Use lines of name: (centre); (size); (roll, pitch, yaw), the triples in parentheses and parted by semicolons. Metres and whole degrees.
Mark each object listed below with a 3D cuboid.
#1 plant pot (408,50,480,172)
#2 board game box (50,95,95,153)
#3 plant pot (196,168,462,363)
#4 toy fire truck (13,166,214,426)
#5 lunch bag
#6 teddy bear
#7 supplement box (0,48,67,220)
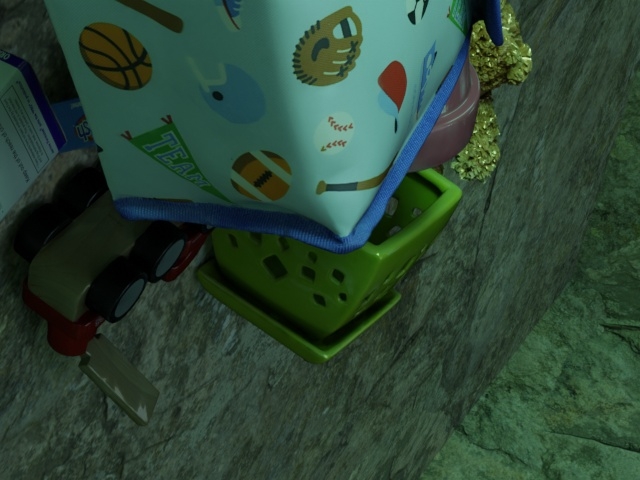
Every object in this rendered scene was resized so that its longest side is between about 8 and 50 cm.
plant pot: (0.066, -0.196, 1.408); (0.201, 0.201, 0.180); (-44, 149, -43)
board game box: (-0.129, -0.131, 1.285); (0.210, 0.160, 0.047); (-29, 107, -57)
plant pot: (0.000, 0.000, 1.690); (0.227, 0.228, 0.207); (-35, 153, -53)
toy fire truck: (-0.187, 0.047, 1.413); (0.217, 0.158, 0.246); (-48, 167, -37)
lunch bag: (-0.001, -0.238, 0.960); (0.328, 0.239, 0.385); (80, 31, -41)
teddy bear: (0.125, -0.176, 1.735); (0.113, 0.245, 0.338); (-13, 178, -25)
supplement box: (-0.304, -0.042, 1.029); (0.220, 0.111, 0.114); (-55, 159, -21)
